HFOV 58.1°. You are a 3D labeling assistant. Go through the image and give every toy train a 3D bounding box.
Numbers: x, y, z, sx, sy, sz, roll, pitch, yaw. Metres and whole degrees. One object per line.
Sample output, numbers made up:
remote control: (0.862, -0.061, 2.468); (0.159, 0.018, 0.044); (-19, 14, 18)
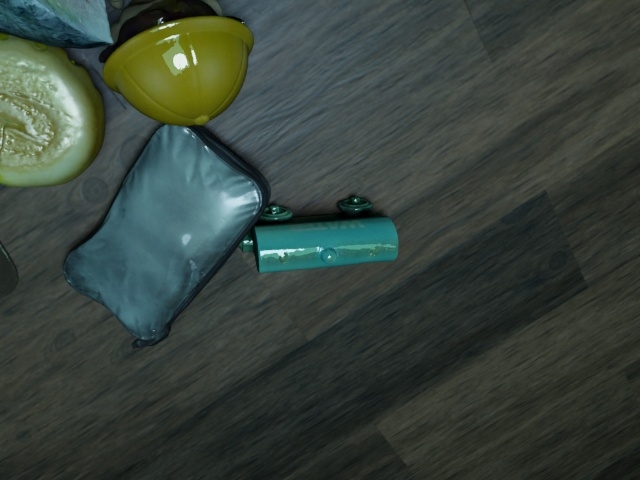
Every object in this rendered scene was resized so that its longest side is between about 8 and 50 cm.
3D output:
toy train: (0.000, 0.000, 0.879); (0.248, 0.159, 0.101); (-5, 110, -9)

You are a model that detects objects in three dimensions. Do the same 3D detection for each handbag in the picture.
handbag: (-0.233, -0.004, 0.843); (0.192, 0.075, 0.332); (39, 102, -4)

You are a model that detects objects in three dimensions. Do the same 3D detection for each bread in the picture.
bread: (-0.387, -0.168, 0.741); (0.213, 0.104, 0.213); (-3, 112, -9)

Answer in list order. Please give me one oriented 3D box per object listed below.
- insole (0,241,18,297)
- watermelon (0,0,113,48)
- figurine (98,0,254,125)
insole: (-0.540, -0.050, 0.814); (0.111, 0.007, 0.327); (-23, 117, -1)
watermelon: (-0.319, -0.328, 0.591); (0.289, 0.320, 0.213); (39, 71, -14)
figurine: (-0.189, -0.268, 0.709); (0.192, 0.167, 0.256); (-14, 115, 6)
